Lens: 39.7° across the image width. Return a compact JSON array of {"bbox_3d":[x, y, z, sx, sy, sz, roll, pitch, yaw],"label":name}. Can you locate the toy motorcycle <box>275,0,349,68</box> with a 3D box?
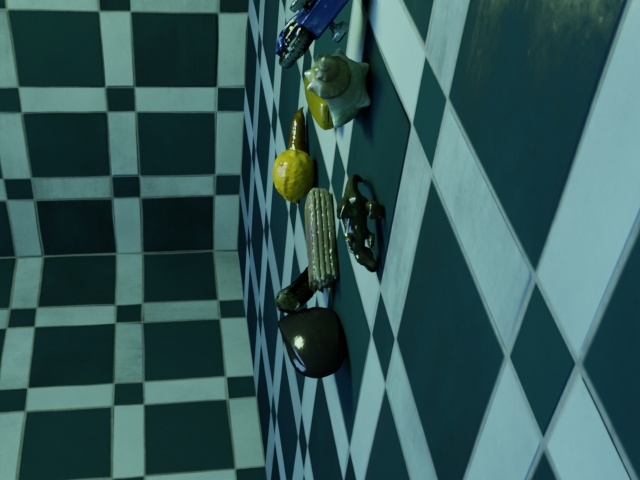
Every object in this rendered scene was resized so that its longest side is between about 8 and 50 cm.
[{"bbox_3d":[0.009,-0.466,1.720,0.315,0.113,0.168,-48,20,29],"label":"toy motorcycle"}]

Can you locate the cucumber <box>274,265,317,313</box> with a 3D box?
[{"bbox_3d":[-0.039,0.113,2.180,0.245,0.067,0.067,-39,-46,-63],"label":"cucumber"}]

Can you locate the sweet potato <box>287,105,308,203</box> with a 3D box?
[{"bbox_3d":[-0.062,-0.236,2.425,0.067,0.067,0.273,172,101,-80],"label":"sweet potato"}]

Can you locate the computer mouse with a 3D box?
[{"bbox_3d":[-0.021,0.214,2.051,0.269,0.138,0.086,-114,15,-63],"label":"computer mouse"}]

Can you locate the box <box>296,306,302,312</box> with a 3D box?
[{"bbox_3d":[-0.070,0.226,2.624,0.091,0.031,0.126,104,161,-56],"label":"box"}]

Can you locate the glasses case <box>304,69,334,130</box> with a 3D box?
[{"bbox_3d":[0.000,-0.329,2.044,0.234,0.064,0.079,-109,18,-59],"label":"glasses case"}]

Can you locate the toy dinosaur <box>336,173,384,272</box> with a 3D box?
[{"bbox_3d":[0.061,-0.034,1.704,0.179,0.087,0.187,-157,67,-77],"label":"toy dinosaur"}]

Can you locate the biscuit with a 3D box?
[{"bbox_3d":[0.000,0.000,2.120,0.108,0.062,0.238,117,151,-73],"label":"biscuit"}]

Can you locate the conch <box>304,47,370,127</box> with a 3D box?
[{"bbox_3d":[0.049,-0.289,1.715,0.234,0.114,0.137,48,-144,-46],"label":"conch"}]

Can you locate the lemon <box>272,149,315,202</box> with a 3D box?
[{"bbox_3d":[-0.070,-0.170,2.329,0.114,0.114,0.155,-107,14,-55],"label":"lemon"}]
